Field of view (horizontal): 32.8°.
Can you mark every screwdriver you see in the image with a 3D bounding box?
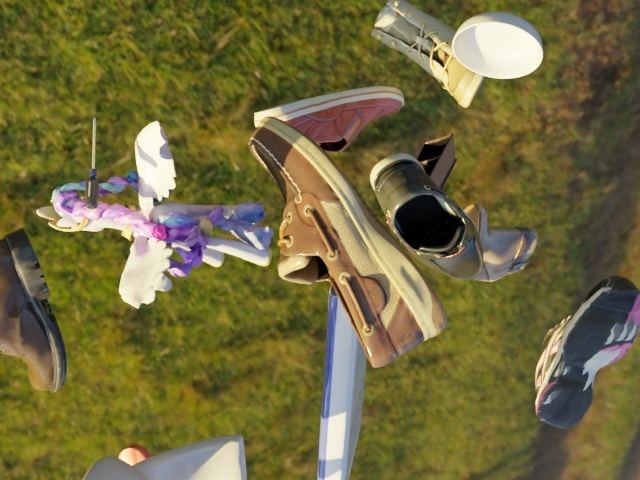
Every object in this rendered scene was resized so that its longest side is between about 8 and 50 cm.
[{"bbox_3d":[-0.376,-0.132,1.810,0.024,0.169,0.025,16,156,-39],"label":"screwdriver"}]

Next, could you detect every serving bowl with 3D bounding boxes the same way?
[{"bbox_3d":[0.165,-0.185,1.002,0.083,0.027,0.083,12,155,6],"label":"serving bowl"}]

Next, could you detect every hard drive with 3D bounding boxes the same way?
[{"bbox_3d":[0.035,0.170,1.473,0.040,0.210,0.318,7,115,7],"label":"hard drive"}]

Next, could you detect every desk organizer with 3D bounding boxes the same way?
[{"bbox_3d":[0.128,-0.080,1.380,0.130,0.047,0.050,-60,153,-33],"label":"desk organizer"}]

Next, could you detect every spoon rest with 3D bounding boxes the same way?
[{"bbox_3d":[-0.147,0.231,0.918,0.084,0.137,0.276,-2,-174,18],"label":"spoon rest"}]

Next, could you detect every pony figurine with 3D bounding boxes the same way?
[{"bbox_3d":[-0.270,-0.028,1.883,0.363,0.351,0.302,10,83,-33],"label":"pony figurine"}]

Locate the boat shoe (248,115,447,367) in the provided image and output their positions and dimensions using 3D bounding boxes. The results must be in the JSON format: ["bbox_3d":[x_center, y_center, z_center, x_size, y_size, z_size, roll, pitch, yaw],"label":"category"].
[{"bbox_3d":[0.000,0.000,1.250,0.123,0.342,0.123,-35,158,-7],"label":"boat shoe"}]

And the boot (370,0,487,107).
[{"bbox_3d":[0.183,-0.323,1.820,0.203,0.262,0.095,31,110,-8],"label":"boot"}]

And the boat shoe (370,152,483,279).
[{"bbox_3d":[0.077,-0.005,0.730,0.049,0.042,0.133,-33,138,10],"label":"boat shoe"}]

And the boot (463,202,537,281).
[{"bbox_3d":[0.180,-0.001,1.105,0.087,0.042,0.118,-9,145,-17],"label":"boot"}]

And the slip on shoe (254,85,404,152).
[{"bbox_3d":[0.023,-0.202,1.856,0.123,0.101,0.331,-6,-170,44],"label":"slip on shoe"}]

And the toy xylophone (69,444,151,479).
[{"bbox_3d":[-0.238,0.373,1.268,0.323,0.236,0.081,-26,179,26],"label":"toy xylophone"}]

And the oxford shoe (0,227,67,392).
[{"bbox_3d":[-0.336,0.089,1.180,0.096,0.083,0.227,-23,133,-18],"label":"oxford shoe"}]

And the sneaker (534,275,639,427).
[{"bbox_3d":[0.262,0.103,1.121,0.072,0.077,0.178,17,120,-17],"label":"sneaker"}]
